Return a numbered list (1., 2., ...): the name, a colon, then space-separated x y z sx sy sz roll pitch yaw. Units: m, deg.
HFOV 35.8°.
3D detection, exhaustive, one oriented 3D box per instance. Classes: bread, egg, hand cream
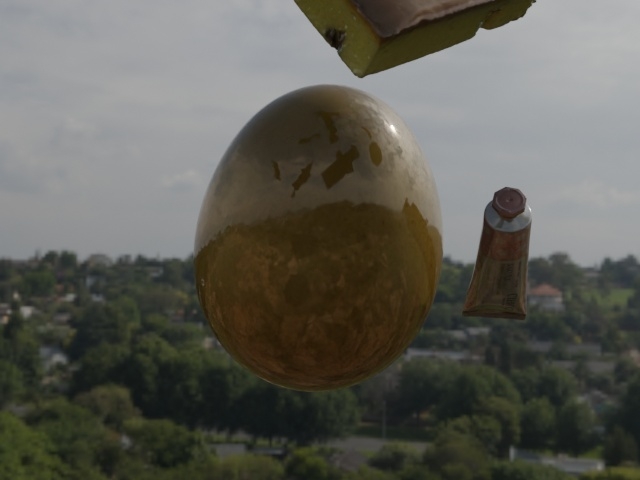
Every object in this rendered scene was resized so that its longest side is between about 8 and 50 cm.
1. bread: 0.088 -0.175 0.650 0.226 0.088 0.049 -25 -23 -34
2. egg: 0.000 0.000 0.997 0.250 0.322 0.250 8 27 -4
3. hand cream: 0.175 0.023 0.970 0.067 0.043 0.209 1 -35 7
